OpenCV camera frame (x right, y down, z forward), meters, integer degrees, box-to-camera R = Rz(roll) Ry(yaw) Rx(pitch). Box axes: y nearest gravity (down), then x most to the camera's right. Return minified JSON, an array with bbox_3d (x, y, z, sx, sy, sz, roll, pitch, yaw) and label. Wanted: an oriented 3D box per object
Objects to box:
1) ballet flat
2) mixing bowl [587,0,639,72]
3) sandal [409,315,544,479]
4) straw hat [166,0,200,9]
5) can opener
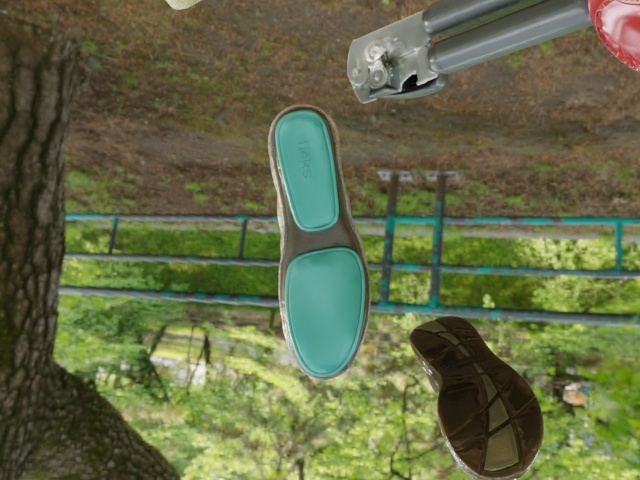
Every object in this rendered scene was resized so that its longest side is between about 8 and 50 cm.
[{"bbox_3d":[0.000,0.000,0.755,0.108,0.315,0.106,-3,-175,-1],"label":"ballet flat"},{"bbox_3d":[0.268,-0.183,0.468,0.181,0.098,0.181,39,176,3],"label":"mixing bowl"},{"bbox_3d":[0.139,0.148,0.602,0.090,0.060,0.219,-16,-156,-5],"label":"sandal"},{"bbox_3d":[-0.171,-0.316,0.778,0.145,0.144,0.061,5,137,7],"label":"straw hat"},{"bbox_3d":[0.149,-0.208,0.664,0.284,0.075,0.095,-9,177,41],"label":"can opener"}]
